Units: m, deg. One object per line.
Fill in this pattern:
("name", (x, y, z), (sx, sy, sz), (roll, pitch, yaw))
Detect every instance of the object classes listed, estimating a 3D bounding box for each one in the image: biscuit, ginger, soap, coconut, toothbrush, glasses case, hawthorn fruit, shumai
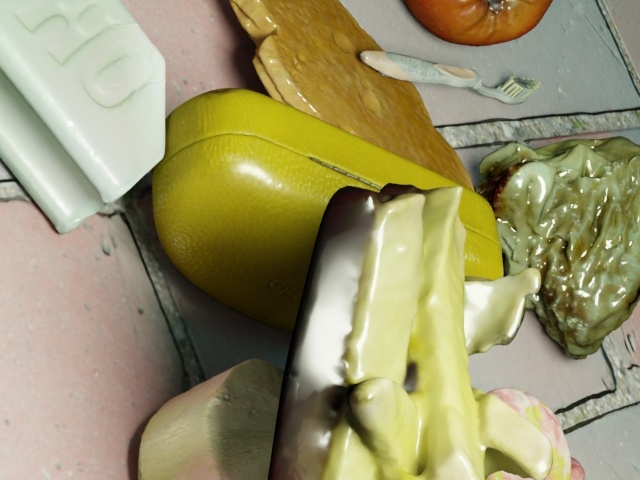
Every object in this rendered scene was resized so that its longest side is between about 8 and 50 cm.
("biscuit", (0.026, -0.138, 1.991), (0.376, 0.051, 0.269), (47, 24, -15))
("ginger", (0.108, 0.158, 1.569), (0.358, 0.211, 0.413), (-32, 130, -69))
("soap", (-0.246, -0.170, 1.691), (0.289, 0.095, 0.173), (52, 38, -9))
("coconut", (-0.063, 0.179, 1.614), (0.147, 0.153, 0.147), (28, 47, -35))
("toothbrush", (0.145, -0.182, 2.164), (0.375, 0.037, 0.028), (3, 52, -56))
("glasses case", (0.000, 0.000, 1.791), (0.371, 0.173, 0.141), (23, 49, -36))
("hawthorn fruit", (0.175, -0.328, 2.239), (0.196, 0.196, 0.225), (37, 17, -27))
("shumai", (0.256, -0.012, 2.129), (0.218, 0.189, 0.256), (26, 62, -12))

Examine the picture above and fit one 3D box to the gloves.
("gloves", (0.194, 0.216, 1.899), (0.241, 0.126, 0.145), (-2, 60, -50))
